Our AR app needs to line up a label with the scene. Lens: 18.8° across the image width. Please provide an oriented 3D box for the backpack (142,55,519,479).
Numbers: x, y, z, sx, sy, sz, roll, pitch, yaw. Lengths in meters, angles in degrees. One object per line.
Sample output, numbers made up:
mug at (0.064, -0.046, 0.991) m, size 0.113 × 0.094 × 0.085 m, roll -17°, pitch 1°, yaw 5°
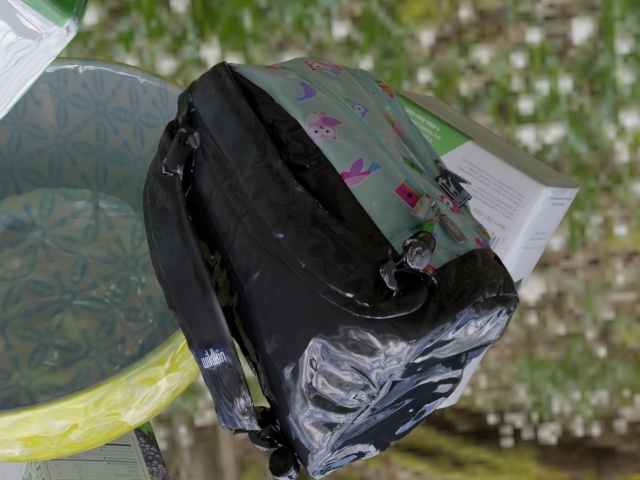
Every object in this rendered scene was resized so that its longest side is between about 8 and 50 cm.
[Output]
backpack at (0.000, 0.000, 0.903) m, size 0.115 × 0.152 × 0.182 m, roll -5°, pitch -127°, yaw -49°

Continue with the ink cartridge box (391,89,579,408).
ink cartridge box at (0.086, 0.010, 1.604) m, size 0.160 × 0.219 × 0.092 m, roll 34°, pitch -165°, yaw 21°

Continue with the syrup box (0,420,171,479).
syrup box at (-0.156, 0.196, 1.323) m, size 0.096 × 0.093 × 0.237 m, roll 5°, pitch -148°, yaw -25°

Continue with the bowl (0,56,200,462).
bowl at (-0.175, 0.038, 1.228) m, size 0.289 × 0.156 × 0.289 m, roll -5°, pitch -131°, yaw 5°

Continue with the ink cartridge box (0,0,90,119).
ink cartridge box at (-0.144, -0.152, 0.700) m, size 0.087 × 0.153 × 0.208 m, roll -43°, pitch -159°, yaw 35°
